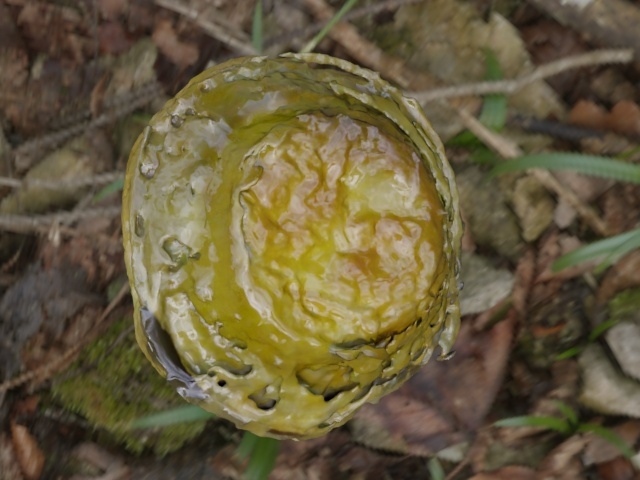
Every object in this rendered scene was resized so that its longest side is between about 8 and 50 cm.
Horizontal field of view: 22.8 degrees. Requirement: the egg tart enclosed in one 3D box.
[{"bbox_3d":[0.000,0.000,0.504,0.130,0.052,0.130,5,80,-28],"label":"egg tart"}]
